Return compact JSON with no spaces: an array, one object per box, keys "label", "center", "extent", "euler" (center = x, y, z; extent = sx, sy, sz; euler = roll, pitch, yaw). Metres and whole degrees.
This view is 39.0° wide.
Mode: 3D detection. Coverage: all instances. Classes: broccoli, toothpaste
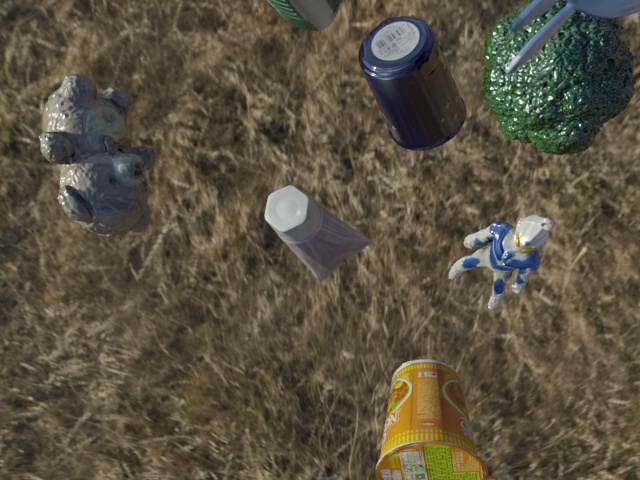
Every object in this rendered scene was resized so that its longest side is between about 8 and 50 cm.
[{"label":"broccoli","center":[0.437,-0.311,1.680],"extent":[0.297,0.297,0.298],"euler":[1,94,13]},{"label":"toothpaste","center":[0.000,0.000,1.540],"extent":[0.125,0.371,0.080],"euler":[-39,67,4]}]

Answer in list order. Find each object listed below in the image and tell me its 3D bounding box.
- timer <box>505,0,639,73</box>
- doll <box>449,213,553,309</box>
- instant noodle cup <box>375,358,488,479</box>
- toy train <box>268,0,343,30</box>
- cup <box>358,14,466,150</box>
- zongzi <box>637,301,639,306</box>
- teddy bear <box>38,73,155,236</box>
[{"label":"timer","center":[0.331,-0.348,1.163],"extent":[0.255,0.175,0.175],"euler":[-22,72,3]},{"label":"doll","center":[0.264,0.020,1.300],"extent":[0.114,0.227,0.057],"euler":[43,56,8]},{"label":"instant noodle cup","center":[0.170,0.291,1.419],"extent":[0.168,0.168,0.185],"euler":[1,41,3]},{"label":"toy train","center":[-0.041,-0.302,0.945],"extent":[0.086,0.407,0.088],"euler":[29,96,6]},{"label":"cup","center":[0.179,-0.363,1.929],"extent":[0.178,0.256,0.255],"euler":[-29,52,5]},{"label":"zongzi","center":[0.613,0.041,1.668],"extent":[0.081,0.178,0.189],"euler":[-29,95,-23]},{"label":"teddy bear","center":[-0.375,-0.139,1.512],"extent":[0.151,0.236,0.267],"euler":[-37,63,27]}]
